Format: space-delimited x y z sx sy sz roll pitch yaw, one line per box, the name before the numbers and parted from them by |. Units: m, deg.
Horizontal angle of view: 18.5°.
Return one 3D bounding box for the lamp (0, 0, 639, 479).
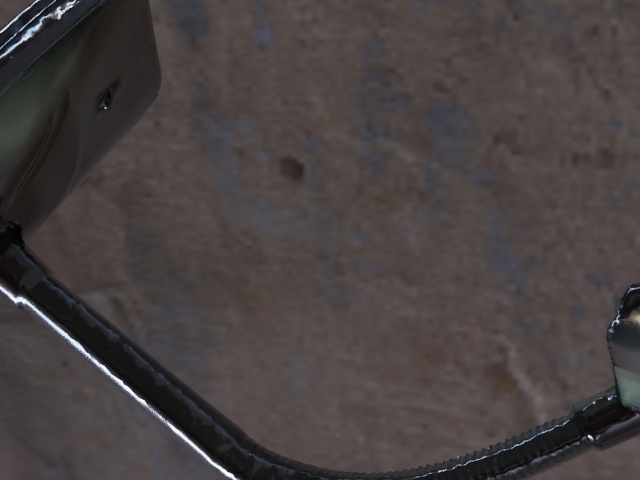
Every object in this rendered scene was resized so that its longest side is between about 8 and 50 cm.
lamp | -0.001 0.007 0.591 0.124 0.283 0.203 -62 -11 -17
